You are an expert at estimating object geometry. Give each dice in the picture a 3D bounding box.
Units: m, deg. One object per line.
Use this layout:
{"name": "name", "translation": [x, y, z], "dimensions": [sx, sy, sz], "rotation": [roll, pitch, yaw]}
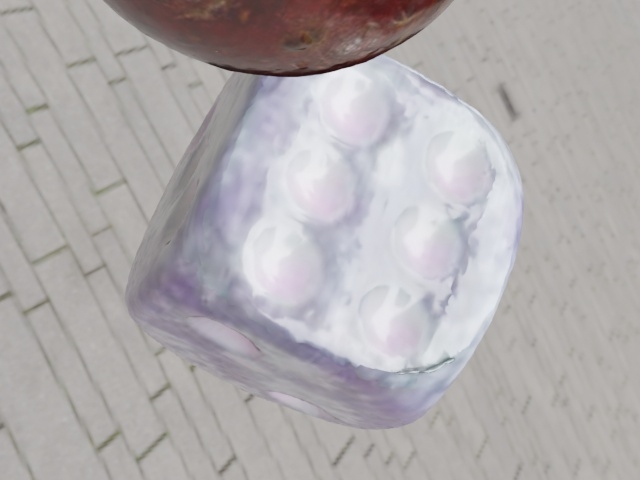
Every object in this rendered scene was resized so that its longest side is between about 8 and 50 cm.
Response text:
{"name": "dice", "translation": [0.000, 0.000, 1.087], "dimensions": [0.270, 0.271, 0.270], "rotation": [28, 72, -13]}

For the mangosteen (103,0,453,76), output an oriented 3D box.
{"name": "mangosteen", "translation": [0.001, -0.187, 0.501], "dimensions": [0.215, 0.257, 0.215], "rotation": [13, 67, -32]}
